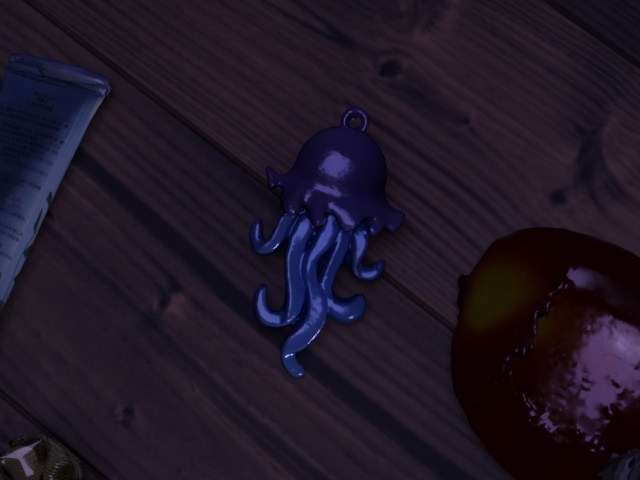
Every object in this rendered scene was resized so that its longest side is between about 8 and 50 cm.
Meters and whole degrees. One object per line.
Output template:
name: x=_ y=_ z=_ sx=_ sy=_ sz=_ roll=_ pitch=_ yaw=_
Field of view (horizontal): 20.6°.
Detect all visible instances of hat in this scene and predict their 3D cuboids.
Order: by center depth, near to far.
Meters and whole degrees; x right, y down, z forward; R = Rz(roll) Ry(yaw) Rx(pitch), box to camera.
hat: x=-0.204 y=0.187 z=1.279 sx=0.076 sy=0.059 sz=0.077 roll=34 pitch=75 yaw=27

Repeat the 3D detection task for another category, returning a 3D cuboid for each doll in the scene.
doll: x=0.000 y=0.000 z=1.307 sx=0.110 sy=0.067 sz=0.206 roll=17 pitch=89 yaw=-6

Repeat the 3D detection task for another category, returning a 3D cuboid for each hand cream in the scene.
hand cream: x=-0.242 y=-0.022 z=1.334 sx=0.088 sy=0.055 sz=0.256 roll=15 pitch=76 yaw=15

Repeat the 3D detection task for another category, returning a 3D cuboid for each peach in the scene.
peach: x=0.210 y=0.107 z=1.264 sx=0.279 sy=0.068 sz=0.189 roll=41 pitch=85 yaw=12

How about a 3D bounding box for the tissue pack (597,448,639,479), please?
tissue pack: x=0.347 y=0.232 z=1.113 sx=0.343 sy=0.242 sz=0.125 roll=17 pitch=83 yaw=0
